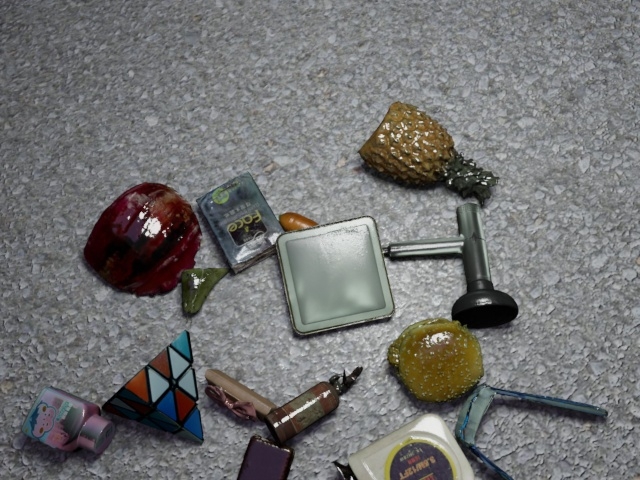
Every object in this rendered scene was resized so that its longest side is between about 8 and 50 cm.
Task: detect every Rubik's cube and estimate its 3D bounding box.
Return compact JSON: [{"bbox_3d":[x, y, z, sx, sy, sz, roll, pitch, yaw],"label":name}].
[{"bbox_3d":[-0.385,0.422,1.284,0.250,0.284,0.234,-41,93,15],"label":"Rubik's cube"}]

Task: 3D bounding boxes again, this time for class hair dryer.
[{"bbox_3d":[0.315,0.082,1.364,0.284,0.156,0.320,-22,55,17],"label":"hair dryer"}]

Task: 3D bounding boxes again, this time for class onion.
[{"bbox_3d":[-0.460,-0.014,1.412,0.280,0.146,0.314,35,72,11],"label":"onion"}]

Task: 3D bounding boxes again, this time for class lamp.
[{"bbox_3d":[0.037,0.086,1.353,0.267,0.047,0.269,-11,84,-2],"label":"lamp"}]

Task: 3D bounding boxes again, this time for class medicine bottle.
[{"bbox_3d":[-0.599,0.442,1.278,0.188,0.094,0.119,19,71,11],"label":"medicine bottle"}]

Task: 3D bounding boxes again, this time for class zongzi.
[{"bbox_3d":[-0.297,0.147,1.395,0.131,0.062,0.154,-1,78,-19],"label":"zongzi"}]

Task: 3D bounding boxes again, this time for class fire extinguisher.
[{"bbox_3d":[-0.003,0.376,1.238,0.252,0.106,0.075,-26,76,-22],"label":"fire extinguisher"}]

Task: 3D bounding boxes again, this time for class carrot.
[{"bbox_3d":[0.000,0.000,1.418,0.271,0.062,0.066,33,43,11],"label":"carrot"}]

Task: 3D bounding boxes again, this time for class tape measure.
[{"bbox_3d":[0.197,0.540,1.169,0.271,0.133,0.231,-26,63,-4],"label":"tape measure"}]

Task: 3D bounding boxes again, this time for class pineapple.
[{"bbox_3d":[0.296,-0.213,1.411,0.362,0.202,0.202,32,75,4],"label":"pineapple"}]

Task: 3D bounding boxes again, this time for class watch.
[{"bbox_3d":[0.471,0.417,1.208,0.274,0.068,0.276,36,75,9],"label":"watch"}]

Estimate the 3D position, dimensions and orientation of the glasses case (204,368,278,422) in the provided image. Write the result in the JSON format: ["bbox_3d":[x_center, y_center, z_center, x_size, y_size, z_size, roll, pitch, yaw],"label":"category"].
[{"bbox_3d":[-0.204,0.383,1.269,0.193,0.102,0.070,27,81,13],"label":"glasses case"}]

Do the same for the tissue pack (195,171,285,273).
[{"bbox_3d":[-0.213,-0.050,1.441,0.173,0.073,0.235,-28,70,-8],"label":"tissue pack"}]

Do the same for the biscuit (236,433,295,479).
[{"bbox_3d":[-0.165,0.644,1.184,0.107,0.073,0.388,15,72,10],"label":"biscuit"}]

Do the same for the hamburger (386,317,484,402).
[{"bbox_3d":[0.267,0.284,1.249,0.215,0.122,0.189,-11,86,2],"label":"hamburger"}]
